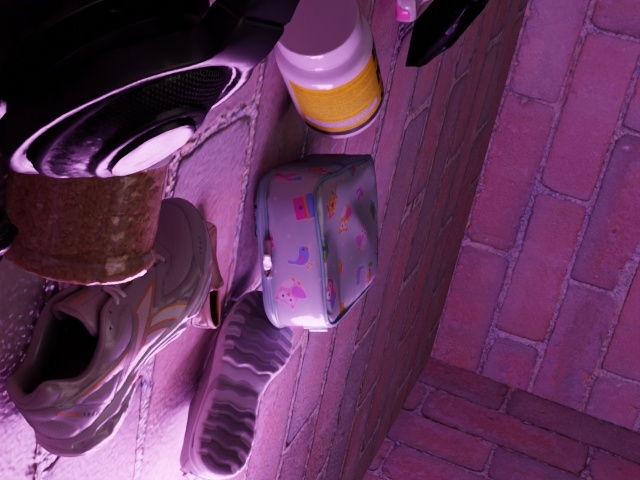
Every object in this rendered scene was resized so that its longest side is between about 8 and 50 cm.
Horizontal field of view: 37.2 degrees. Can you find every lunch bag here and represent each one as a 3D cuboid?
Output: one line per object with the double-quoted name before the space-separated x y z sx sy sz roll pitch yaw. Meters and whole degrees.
"lunch bag" 0.000 0.000 1.314 0.279 0.107 0.224 -34 125 -65

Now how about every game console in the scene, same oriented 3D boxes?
"game console" 0.243 -0.477 1.689 0.213 0.043 0.361 -43 -153 50

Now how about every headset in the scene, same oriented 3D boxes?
"headset" -0.143 -0.127 0.508 0.394 0.243 0.185 -53 167 18

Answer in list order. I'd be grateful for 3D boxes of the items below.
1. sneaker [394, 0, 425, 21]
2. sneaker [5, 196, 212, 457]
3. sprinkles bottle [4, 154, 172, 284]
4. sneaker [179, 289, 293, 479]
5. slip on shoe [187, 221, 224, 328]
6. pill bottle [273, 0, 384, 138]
"sneaker" 0.191 -0.450 1.523 0.103 0.111 0.252 78 34 -63
"sneaker" -0.182 0.058 0.846 0.121 0.099 0.263 75 35 -58
"sprinkles bottle" -0.146 -0.150 0.658 0.121 0.121 0.356 -38 145 -64
"sneaker" -0.126 0.186 1.258 0.115 0.105 0.281 -33 -153 47
"slip on shoe" -0.131 0.043 1.105 0.051 0.041 0.135 -40 146 -63
"pill bottle" 0.010 -0.215 1.142 0.208 0.119 0.119 62 48 -71
